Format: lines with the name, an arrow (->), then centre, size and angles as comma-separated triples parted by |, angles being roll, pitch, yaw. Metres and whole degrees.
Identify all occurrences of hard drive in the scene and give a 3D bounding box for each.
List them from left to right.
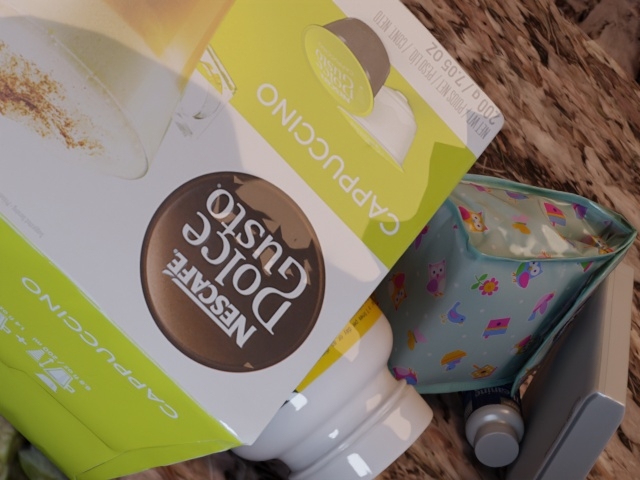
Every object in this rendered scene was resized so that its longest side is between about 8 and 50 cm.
hard drive -> 0.273, 0.185, 2.131 | 0.047, 0.233, 0.353 | 27, 25, -1

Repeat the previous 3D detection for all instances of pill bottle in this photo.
pill bottle -> -0.057, 0.075, 1.733 | 0.334, 0.188, 0.188 | 50, 23, -2
pill bottle -> 0.196, 0.200, 2.171 | 0.067, 0.067, 0.120 | 41, 24, -22

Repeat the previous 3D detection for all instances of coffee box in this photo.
coffee box -> -0.141, -0.057, 1.425 | 0.337, 0.338, 0.334 | 45, 64, -12

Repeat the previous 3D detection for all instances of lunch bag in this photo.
lunch bag -> 0.203, 0.053, 2.116 | 0.262, 0.223, 0.160 | 4, 42, -34
